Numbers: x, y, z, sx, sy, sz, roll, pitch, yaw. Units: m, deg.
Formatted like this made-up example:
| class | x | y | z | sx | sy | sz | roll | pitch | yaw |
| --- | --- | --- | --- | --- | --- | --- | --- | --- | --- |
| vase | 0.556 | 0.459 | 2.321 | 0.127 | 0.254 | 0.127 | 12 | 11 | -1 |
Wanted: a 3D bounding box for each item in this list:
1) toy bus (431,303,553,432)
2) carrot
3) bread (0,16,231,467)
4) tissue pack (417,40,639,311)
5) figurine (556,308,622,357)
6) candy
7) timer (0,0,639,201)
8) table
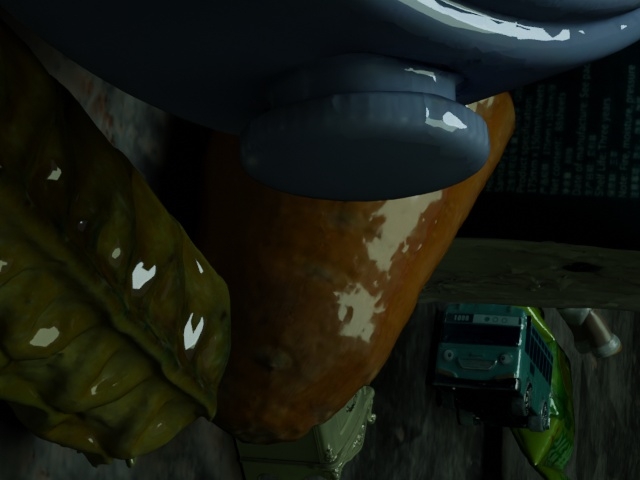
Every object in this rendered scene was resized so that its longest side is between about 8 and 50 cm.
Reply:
| class | x | y | z | sx | sy | sz | roll | pitch | yaw |
| --- | --- | --- | --- | --- | --- | --- | --- | --- | --- |
| toy bus | 0.150 | 0.108 | 1.264 | 0.160 | 0.079 | 0.091 | 45 | 50 | -65 |
| carrot | 0.000 | 0.000 | 0.765 | 0.159 | 0.159 | 0.225 | 53 | 52 | -60 |
| bread | -0.112 | -0.004 | 0.518 | 0.087 | 0.098 | 0.269 | 54 | -1 | 33 |
| tissue pack | 0.155 | -0.164 | 0.991 | 0.253 | 0.264 | 0.416 | 39 | 54 | -67 |
| figurine | 0.257 | 0.021 | 1.492 | 0.093 | 0.147 | 0.197 | -41 | 113 | -22 |
| candy | 0.206 | 0.146 | 1.435 | 0.149 | 0.069 | 0.246 | 49 | 37 | -65 |
| timer | -0.007 | -0.198 | 0.517 | 0.395 | 0.173 | 0.394 | 16 | 67 | -42 |
| table | -0.009 | 0.090 | 0.841 | 0.079 | 0.062 | 0.083 | -59 | 145 | -53 |
